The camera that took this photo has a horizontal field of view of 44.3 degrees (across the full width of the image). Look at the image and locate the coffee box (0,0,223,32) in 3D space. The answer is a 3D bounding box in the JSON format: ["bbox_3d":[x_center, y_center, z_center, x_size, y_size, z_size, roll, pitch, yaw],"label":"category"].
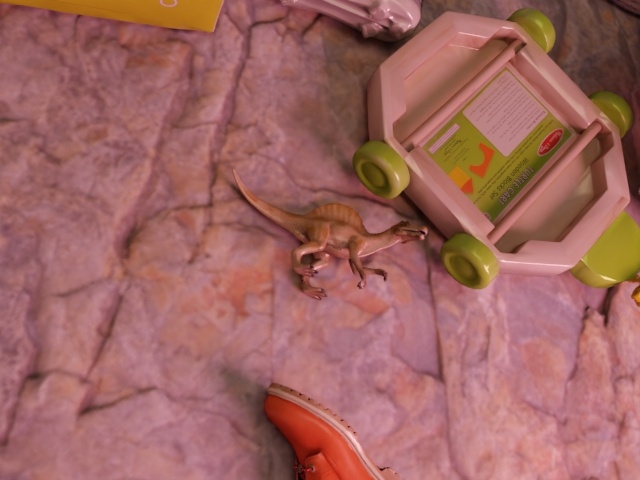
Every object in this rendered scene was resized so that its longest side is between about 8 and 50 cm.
[{"bbox_3d":[-0.210,-0.407,0.609,0.338,0.337,0.334,5,71,-18],"label":"coffee box"}]

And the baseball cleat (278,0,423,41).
[{"bbox_3d":[0.008,-0.272,0.792,0.206,0.072,0.109,26,52,-13],"label":"baseball cleat"}]

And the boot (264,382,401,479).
[{"bbox_3d":[0.000,0.188,0.632,0.158,0.059,0.084,46,70,0],"label":"boot"}]

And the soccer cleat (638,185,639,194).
[{"bbox_3d":[0.422,-0.013,0.833,0.196,0.076,0.068,28,106,-21],"label":"soccer cleat"}]

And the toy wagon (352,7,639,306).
[{"bbox_3d":[0.202,-0.067,0.777,0.344,0.068,0.267,47,65,1],"label":"toy wagon"}]

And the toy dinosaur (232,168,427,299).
[{"bbox_3d":[0.000,0.000,0.707,0.183,0.053,0.092,13,57,-2],"label":"toy dinosaur"}]

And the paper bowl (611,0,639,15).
[{"bbox_3d":[0.422,-0.415,0.923,0.284,0.148,0.284,6,69,-16],"label":"paper bowl"}]
